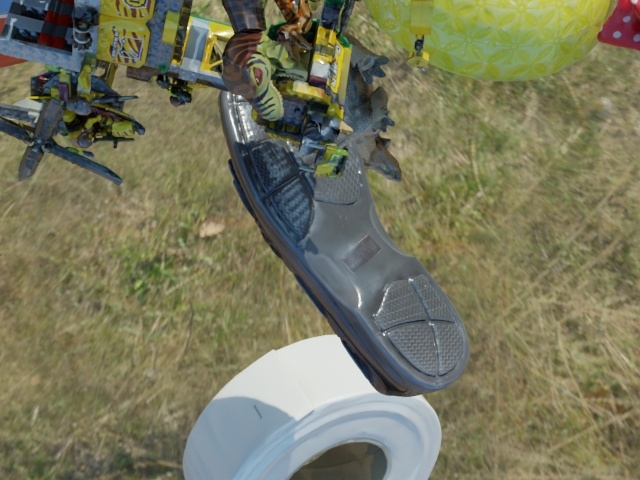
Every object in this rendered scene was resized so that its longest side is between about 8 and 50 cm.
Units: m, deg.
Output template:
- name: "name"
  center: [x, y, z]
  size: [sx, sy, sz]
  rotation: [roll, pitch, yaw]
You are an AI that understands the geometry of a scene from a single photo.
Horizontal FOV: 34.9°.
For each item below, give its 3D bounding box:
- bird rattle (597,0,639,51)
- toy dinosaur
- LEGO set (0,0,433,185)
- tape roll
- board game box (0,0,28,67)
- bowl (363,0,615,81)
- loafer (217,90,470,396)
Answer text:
- name: "bird rattle"
  center: [0.394, -0.293, 1.021]
  size: [0.207, 0.143, 0.253]
  rotation: [-2, 83, -7]
- name: "toy dinosaur"
  center: [0.022, -0.189, 1.243]
  size: [0.127, 0.200, 0.295]
  rotation: [-8, 111, 4]
- name: "LEGO set"
  center: [-0.063, -0.117, 0.566]
  size: [0.255, 0.331, 0.192]
  rotation: [17, 61, -16]
- name: "tape roll"
  center: [-0.008, 0.245, 1.148]
  size: [0.286, 0.100, 0.286]
  rotation: [-17, 132, -20]
- name: "board game box"
  center: [-0.412, -0.235, 1.016]
  size: [0.317, 0.242, 0.064]
  rotation: [-16, 77, -11]
- name: "bowl"
  center: [0.190, -0.327, 1.067]
  size: [0.290, 0.289, 0.156]
  rotation: [7, 150, -4]
- name: "loafer"
  center: [0.000, 0.000, 0.824]
  size: [0.109, 0.095, 0.302]
  rotation: [-31, 85, -34]
